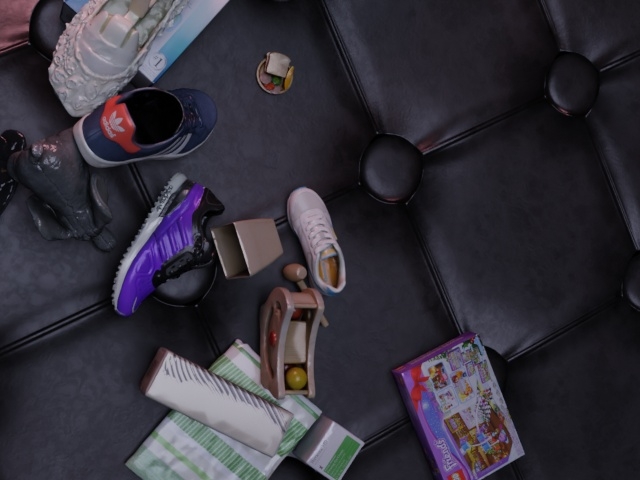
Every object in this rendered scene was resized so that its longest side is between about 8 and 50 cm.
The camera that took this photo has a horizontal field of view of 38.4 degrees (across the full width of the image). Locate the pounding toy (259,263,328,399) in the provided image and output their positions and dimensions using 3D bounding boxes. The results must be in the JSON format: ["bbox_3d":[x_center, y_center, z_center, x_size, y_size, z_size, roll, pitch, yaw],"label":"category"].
[{"bbox_3d":[-0.025,0.171,1.786,0.154,0.154,0.270,3,79,-24],"label":"pounding toy"}]

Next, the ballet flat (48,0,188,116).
[{"bbox_3d":[-0.327,-0.398,1.585,0.147,0.147,0.409,37,78,-15],"label":"ballet flat"}]

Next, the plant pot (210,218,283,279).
[{"bbox_3d":[-0.137,0.008,1.798,0.096,0.109,0.109,-20,96,-31],"label":"plant pot"}]

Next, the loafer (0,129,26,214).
[{"bbox_3d":[-0.570,-0.114,1.664,0.062,0.061,0.170,21,83,-1],"label":"loafer"}]

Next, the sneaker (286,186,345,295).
[{"bbox_3d":[0.000,0.000,1.850,0.087,0.092,0.229,-20,95,-17],"label":"sneaker"}]

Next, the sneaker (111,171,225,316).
[{"bbox_3d":[-0.276,0.026,1.726,0.146,0.102,0.293,27,81,1],"label":"sneaker"}]

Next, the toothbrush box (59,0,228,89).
[{"bbox_3d":[-0.309,-0.462,1.729,0.216,0.126,0.295,43,75,-14],"label":"toothbrush box"}]

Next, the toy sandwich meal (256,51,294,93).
[{"bbox_3d":[-0.089,-0.338,1.855,0.085,0.029,0.086,0,89,-19],"label":"toy sandwich meal"}]

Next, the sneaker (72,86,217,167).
[{"bbox_3d":[-0.272,-0.220,1.651,0.350,0.148,0.131,-33,97,-54],"label":"sneaker"}]

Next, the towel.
[{"bbox_3d":[-0.183,0.389,1.811,0.248,0.038,0.325,44,78,-13],"label":"towel"}]

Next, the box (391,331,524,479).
[{"bbox_3d":[0.296,0.370,1.967,0.200,0.057,0.293,-24,97,-19],"label":"box"}]

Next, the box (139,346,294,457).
[{"bbox_3d":[-0.197,0.304,1.732,0.275,0.113,0.094,29,80,-16],"label":"box"}]

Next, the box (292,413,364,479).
[{"bbox_3d":[0.015,0.416,1.844,0.087,0.102,0.101,37,79,-13],"label":"box"}]

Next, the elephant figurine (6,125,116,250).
[{"bbox_3d":[-0.432,-0.069,1.618,0.186,0.169,0.240,-38,109,-48],"label":"elephant figurine"}]
